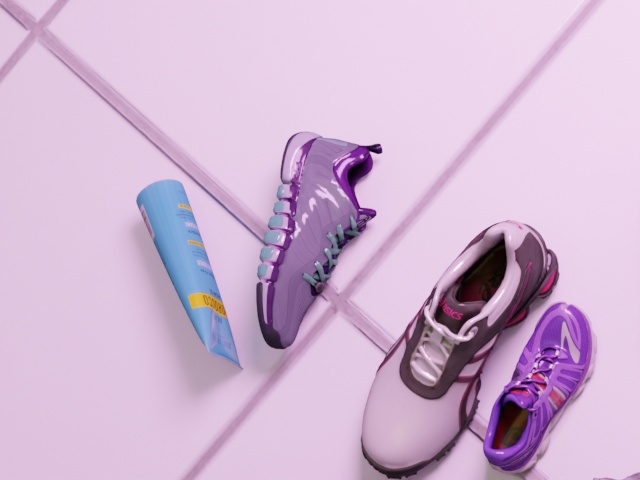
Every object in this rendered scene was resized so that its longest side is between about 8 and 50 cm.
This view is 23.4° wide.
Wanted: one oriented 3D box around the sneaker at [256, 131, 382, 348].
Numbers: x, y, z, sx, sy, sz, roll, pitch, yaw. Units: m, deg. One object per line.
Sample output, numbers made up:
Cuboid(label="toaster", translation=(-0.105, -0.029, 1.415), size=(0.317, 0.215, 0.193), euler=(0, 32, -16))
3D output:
Cuboid(label="sneaker", translation=(0.000, 0.000, 1.529), size=(0.098, 0.083, 0.223), euler=(6, 78, 17))

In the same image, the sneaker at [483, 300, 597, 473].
Cuboid(label="sneaker", translation=(0.200, 0.135, 1.421), size=(0.068, 0.071, 0.170), euler=(21, 84, 24))

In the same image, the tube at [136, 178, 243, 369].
Cuboid(label="tube", translation=(-0.132, 0.035, 1.575), size=(0.052, 0.080, 0.207), euler=(-31, 64, 16))

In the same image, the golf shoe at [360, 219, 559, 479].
Cuboid(label="golf shoe", translation=(0.112, 0.095, 1.441), size=(0.105, 0.120, 0.273), euler=(32, 90, 23))

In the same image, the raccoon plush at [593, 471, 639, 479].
Cuboid(label="raccoon plush", translation=(0.242, 0.197, 1.258), size=(0.446, 0.216, 0.299), euler=(24, 68, 11))
